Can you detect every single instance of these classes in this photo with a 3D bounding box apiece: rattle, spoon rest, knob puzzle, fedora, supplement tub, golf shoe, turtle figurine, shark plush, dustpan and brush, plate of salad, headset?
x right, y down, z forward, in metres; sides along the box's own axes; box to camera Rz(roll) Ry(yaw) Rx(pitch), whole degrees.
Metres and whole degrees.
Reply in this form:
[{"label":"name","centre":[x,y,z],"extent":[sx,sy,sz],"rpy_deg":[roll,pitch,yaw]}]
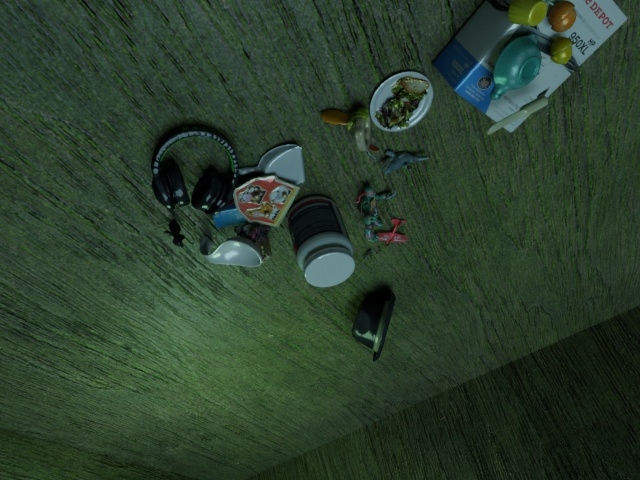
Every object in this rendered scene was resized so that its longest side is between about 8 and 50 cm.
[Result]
[{"label":"rattle","centre":[0.096,-0.316,1.434],"extent":[0.142,0.130,0.199],"rpy_deg":[-13,166,10]},{"label":"spoon rest","centre":[-0.302,0.037,1.541],"extent":[0.276,0.084,0.137],"rpy_deg":[5,144,40]},{"label":"knob puzzle","centre":[-0.182,-0.124,1.470],"extent":[0.212,0.030,0.213],"rpy_deg":[-9,133,-10]},{"label":"fedora","centre":[0.229,0.373,2.110],"extent":[0.152,0.334,0.334],"rpy_deg":[15,137,9]},{"label":"supplement tub","centre":[0.000,0.000,1.580],"extent":[0.190,0.272,0.191],"rpy_deg":[-9,137,-9]},{"label":"golf shoe","centre":[-0.226,-0.037,1.584],"extent":[0.085,0.186,0.068],"rpy_deg":[19,95,10]},{"label":"turtle figurine","centre":[0.188,-0.115,1.648],"extent":[0.175,0.118,0.234],"rpy_deg":[-47,151,-30]},{"label":"shark plush","centre":[0.278,-0.253,1.560],"extent":[0.161,0.067,0.073],"rpy_deg":[-3,136,-16]},{"label":"dustpan and brush","centre":[-0.161,-0.224,1.459],"extent":[0.210,0.060,0.147],"rpy_deg":[-17,137,-11]},{"label":"plate of salad","centre":[0.246,-0.406,1.402],"extent":[0.199,0.048,0.200],"rpy_deg":[-10,138,-9]},{"label":"headset","centre":[-0.393,-0.160,1.412],"extent":[0.243,0.185,0.395],"rpy_deg":[5,118,-28]}]

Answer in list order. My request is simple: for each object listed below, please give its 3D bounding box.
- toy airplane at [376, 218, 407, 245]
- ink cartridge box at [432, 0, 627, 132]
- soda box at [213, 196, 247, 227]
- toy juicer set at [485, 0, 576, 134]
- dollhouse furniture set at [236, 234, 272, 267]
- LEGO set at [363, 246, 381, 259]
[{"label":"toy airplane","centre":[0.282,-0.033,1.825],"extent":[0.151,0.028,0.151],"rpy_deg":[-11,138,-10]},{"label":"ink cartridge box","centre":[0.557,-0.539,1.277],"extent":[0.285,0.166,0.395],"rpy_deg":[20,126,-33]},{"label":"soda box","centre":[-0.247,-0.105,1.537],"extent":[0.209,0.067,0.071],"rpy_deg":[-11,138,-7]},{"label":"toy juicer set","centre":[0.527,-0.445,1.189],"extent":[0.209,0.089,0.329],"rpy_deg":[-12,130,-22]},{"label":"dollhouse furniture set","centre":[-0.249,0.062,1.671],"extent":[0.144,0.123,0.151],"rpy_deg":[28,121,-39]},{"label":"LEGO set","centre":[0.205,0.049,1.897],"extent":[0.083,0.023,0.054],"rpy_deg":[-19,142,-19]}]
